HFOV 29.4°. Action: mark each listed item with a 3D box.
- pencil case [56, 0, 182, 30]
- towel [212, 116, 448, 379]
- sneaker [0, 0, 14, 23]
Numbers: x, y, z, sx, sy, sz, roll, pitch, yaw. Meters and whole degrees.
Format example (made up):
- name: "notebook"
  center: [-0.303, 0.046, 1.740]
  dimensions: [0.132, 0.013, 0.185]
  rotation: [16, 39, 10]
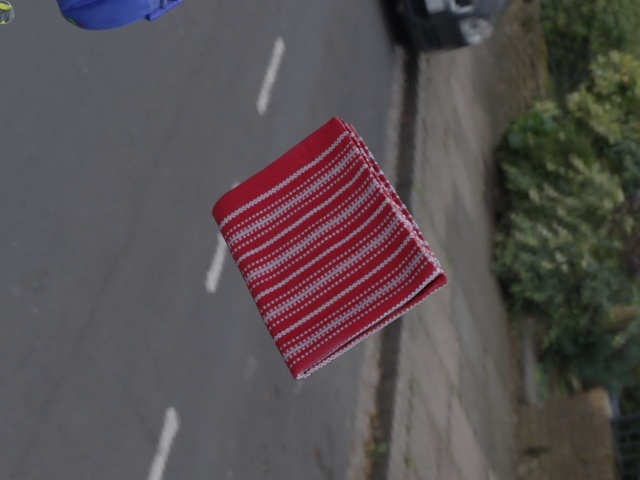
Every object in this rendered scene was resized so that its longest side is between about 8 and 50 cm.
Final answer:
- name: "pencil case"
  center: [-0.177, -0.299, 0.921]
  dimensions: [0.119, 0.133, 0.306]
  rotation: [-40, 139, -26]
- name: "towel"
  center: [0.000, 0.000, 1.349]
  dimensions: [0.031, 0.199, 0.275]
  rotation: [49, 9, -50]
- name: "sneaker"
  center: [-0.355, -0.231, 1.235]
  dimensions: [0.083, 0.035, 0.031]
  rotation: [8, 84, -30]
